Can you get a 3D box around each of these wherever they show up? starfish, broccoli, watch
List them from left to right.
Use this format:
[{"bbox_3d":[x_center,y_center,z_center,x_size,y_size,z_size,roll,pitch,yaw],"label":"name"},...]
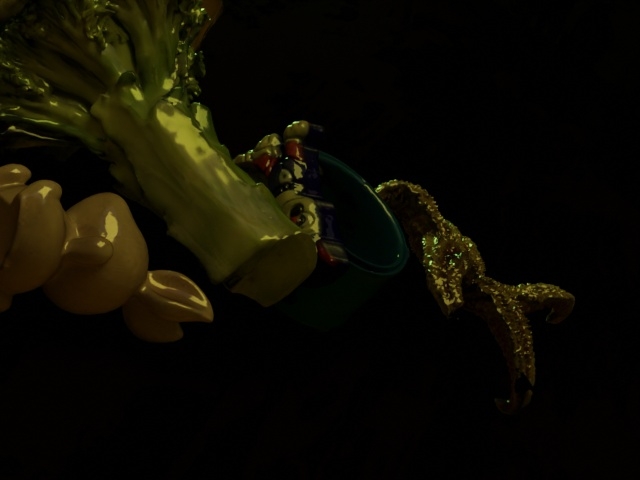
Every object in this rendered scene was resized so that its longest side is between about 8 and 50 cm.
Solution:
[{"bbox_3d":[-0.131,-0.108,1.220,0.361,0.221,0.252,29,63,15],"label":"broccoli"},{"bbox_3d":[-0.006,-0.003,1.336,0.200,0.171,0.196,17,49,-44],"label":"watch"},{"bbox_3d":[0.171,0.055,1.487,0.312,0.113,0.303,23,27,-47],"label":"starfish"}]

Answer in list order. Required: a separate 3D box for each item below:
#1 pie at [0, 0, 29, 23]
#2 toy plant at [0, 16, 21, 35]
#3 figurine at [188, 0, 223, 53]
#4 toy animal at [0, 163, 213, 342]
[{"bbox_3d":[-0.380,-0.285,1.338,0.337,0.075,0.337,2,28,-1],"label":"pie"},{"bbox_3d":[-0.327,-0.232,1.429,0.154,0.088,0.240,26,28,-16],"label":"toy plant"},{"bbox_3d":[-0.242,-0.351,1.674,0.208,0.181,0.257,-10,34,-19],"label":"figurine"},{"bbox_3d":[-0.190,0.014,1.115,0.212,0.124,0.124,22,25,-40],"label":"toy animal"}]
